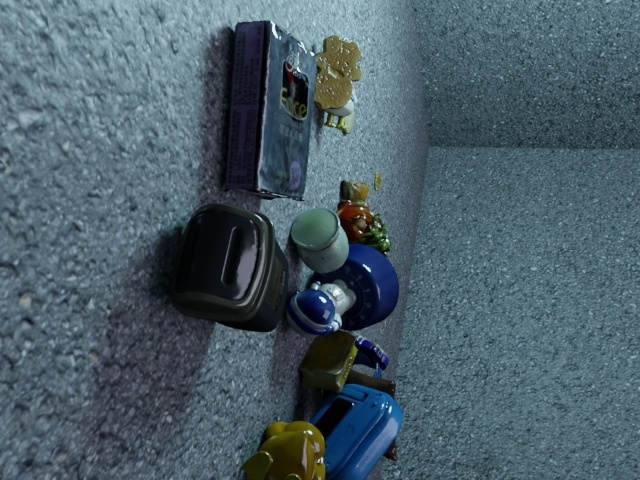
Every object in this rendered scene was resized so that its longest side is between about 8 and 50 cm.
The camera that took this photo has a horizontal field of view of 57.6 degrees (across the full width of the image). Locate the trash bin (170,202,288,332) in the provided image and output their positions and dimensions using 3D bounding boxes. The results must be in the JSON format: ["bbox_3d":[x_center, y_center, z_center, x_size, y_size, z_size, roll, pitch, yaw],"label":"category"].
[{"bbox_3d":[-0.163,0.063,1.109,0.290,0.182,0.209,63,33,-68],"label":"trash bin"}]

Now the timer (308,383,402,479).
[{"bbox_3d":[0.061,0.565,1.672,0.340,0.309,0.115,-46,107,-23],"label":"timer"}]

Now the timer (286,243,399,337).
[{"bbox_3d":[0.040,0.178,1.724,0.383,0.270,0.270,-24,117,-56],"label":"timer"}]

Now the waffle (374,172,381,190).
[{"bbox_3d":[0.262,-0.269,2.660,0.078,0.016,0.085,49,46,-61],"label":"waffle"}]

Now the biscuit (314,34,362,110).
[{"bbox_3d":[0.044,-0.492,1.736,0.036,0.166,0.225,-170,-89,-67],"label":"biscuit"}]

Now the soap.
[{"bbox_3d":[0.030,0.376,1.850,0.233,0.135,0.076,-56,146,-58],"label":"soap"}]

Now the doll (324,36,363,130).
[{"bbox_3d":[0.064,-0.493,1.814,0.138,0.119,0.293,11,83,-30],"label":"doll"}]

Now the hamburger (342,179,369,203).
[{"bbox_3d":[0.134,-0.170,2.154,0.176,0.087,0.102,-10,101,-75],"label":"hamburger"}]

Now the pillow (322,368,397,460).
[{"bbox_3d":[0.122,0.552,1.934,0.108,0.308,0.305,-26,121,-44],"label":"pillow"}]

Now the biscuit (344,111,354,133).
[{"bbox_3d":[0.100,-0.458,2.095,0.152,0.020,0.152,4,90,-72],"label":"biscuit"}]

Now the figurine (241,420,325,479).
[{"bbox_3d":[-0.075,0.555,1.482,0.228,0.215,0.215,86,13,-69],"label":"figurine"}]

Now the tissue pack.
[{"bbox_3d":[-0.110,-0.274,1.299,0.259,0.122,0.361,6,90,-70],"label":"tissue pack"}]

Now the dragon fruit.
[{"bbox_3d":[0.143,-0.039,1.938,0.198,0.269,0.200,23,75,-40],"label":"dragon fruit"}]

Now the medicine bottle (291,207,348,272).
[{"bbox_3d":[0.000,0.000,1.659,0.143,0.147,0.147,66,32,-51],"label":"medicine bottle"}]

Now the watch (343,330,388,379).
[{"bbox_3d":[0.144,0.480,2.198,0.200,0.196,0.171,-52,137,-26],"label":"watch"}]
